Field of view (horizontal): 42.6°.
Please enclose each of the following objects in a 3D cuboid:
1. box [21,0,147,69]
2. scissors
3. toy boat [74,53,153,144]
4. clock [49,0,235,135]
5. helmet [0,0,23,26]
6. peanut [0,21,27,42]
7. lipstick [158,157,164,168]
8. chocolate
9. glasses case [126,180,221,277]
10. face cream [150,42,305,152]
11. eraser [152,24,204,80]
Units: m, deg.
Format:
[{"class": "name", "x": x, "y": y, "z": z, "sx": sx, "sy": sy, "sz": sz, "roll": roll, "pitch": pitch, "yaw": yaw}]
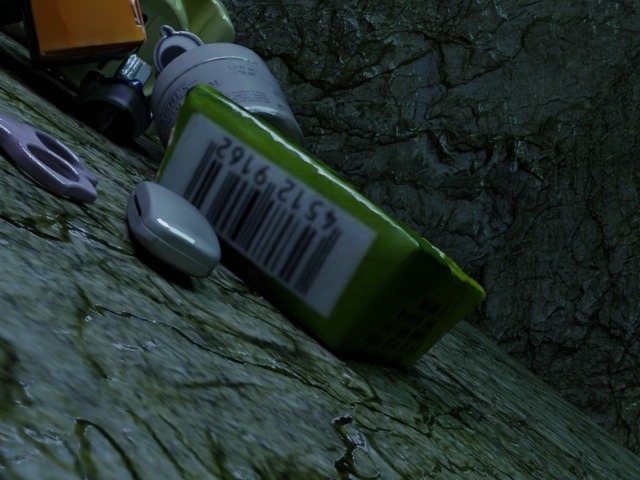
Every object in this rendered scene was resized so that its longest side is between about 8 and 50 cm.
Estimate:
[{"class": "box", "x": -0.356, "y": -0.368, "z": 1.168, "sx": 0.144, "sy": 0.224, "sz": 0.341, "roll": -12, "pitch": 11, "yaw": -18}, {"class": "scissors", "x": -0.254, "y": -0.094, "z": 0.597, "sx": 0.212, "sy": 0.021, "sz": 0.110, "roll": 34, "pitch": 6, "yaw": -22}, {"class": "toy boat", "x": -0.288, "y": -0.215, "z": 1.198, "sx": 0.114, "sy": 0.115, "sz": 0.262, "roll": 34, "pitch": 4, "yaw": -22}, {"class": "clock", "x": -0.356, "y": -0.369, "z": 1.462, "sx": 0.348, "sy": 0.286, "sz": 0.117, "roll": 26, "pitch": 27, "yaw": -35}, {"class": "helmet", "x": -0.490, "y": -0.401, "z": 1.047, "sx": 0.230, "sy": 0.161, "sz": 0.278, "roll": 14, "pitch": -54, "yaw": 68}, {"class": "peanut", "x": -0.566, "y": -0.470, "z": 1.692, "sx": 0.174, "sy": 0.158, "sz": 0.340, "roll": 20, "pitch": -1, "yaw": 21}, {"class": "lipstick", "x": -0.158, "y": -0.080, "z": 1.198, "sx": 0.158, "sy": 0.048, "sz": 0.048, "roll": 35, "pitch": 3, "yaw": -14}, {"class": "chocolate", "x": 0.000, "y": 0.000, "z": 0.873, "sx": 0.301, "sy": 0.137, "sz": 0.289, "roll": 38, "pitch": 4, "yaw": 25}, {"class": "glasses case", "x": -0.116, "y": -0.011, "z": 0.637, "sx": 0.063, "sy": 0.041, "sz": 0.164, "roll": 32, "pitch": 4, "yaw": -22}, {"class": "face cream", "x": -0.124, "y": -0.148, "z": 1.091, "sx": 0.177, "sy": 0.177, "sz": 0.153, "roll": 32, "pitch": 24, "yaw": -47}, {"class": "eraser", "x": -0.223, "y": -0.229, "z": 1.321, "sx": 0.087, "sy": 0.171, "sz": 0.290, "roll": -9, "pitch": 2, "yaw": -11}]
